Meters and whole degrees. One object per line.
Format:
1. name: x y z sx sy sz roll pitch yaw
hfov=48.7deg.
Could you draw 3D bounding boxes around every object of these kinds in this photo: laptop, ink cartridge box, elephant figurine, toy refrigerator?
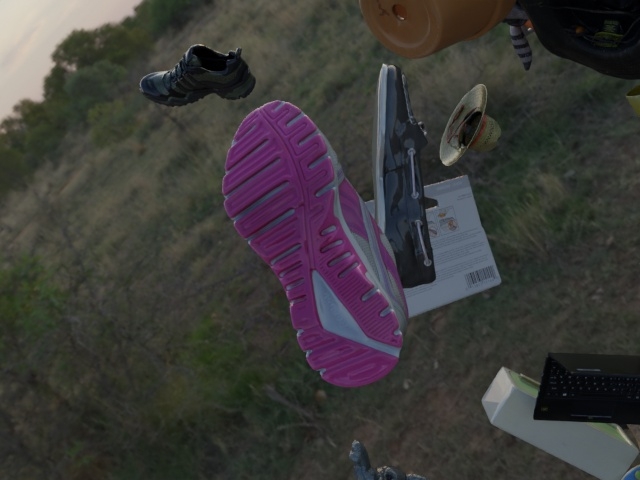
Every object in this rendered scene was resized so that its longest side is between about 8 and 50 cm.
1. laptop: 0.481 0.253 1.118 0.235 0.264 0.136 2 38 6
2. ink cartridge box: 0.234 0.015 1.555 0.297 0.261 0.066 -16 -2 -27
3. elephant figurine: 0.156 0.543 1.461 0.170 0.186 0.239 -3 69 13
4. toy refrigerator: 0.454 0.348 1.347 0.094 0.270 0.102 -62 4 12

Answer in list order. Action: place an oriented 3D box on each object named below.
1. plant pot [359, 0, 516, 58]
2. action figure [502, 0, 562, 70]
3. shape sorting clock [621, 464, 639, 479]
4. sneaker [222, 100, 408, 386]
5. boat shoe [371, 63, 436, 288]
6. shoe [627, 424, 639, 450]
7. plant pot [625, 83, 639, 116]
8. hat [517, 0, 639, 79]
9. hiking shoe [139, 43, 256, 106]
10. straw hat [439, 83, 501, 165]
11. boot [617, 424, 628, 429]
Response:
1. plant pot: 0.215 -0.495 1.393 0.203 0.290 0.291 -45 18 -25
2. action figure: 0.484 -0.537 1.687 0.178 0.330 0.341 -43 40 25
3. shape sorting clock: 0.711 0.548 1.439 0.206 0.040 0.206 -2 48 2
4. sneaker: 0.000 0.000 0.618 0.103 0.252 0.111 -24 -8 17
5. boat shoe: 0.127 -0.093 1.061 0.112 0.096 0.334 -102 13 -85
6. shoe: 0.699 0.388 1.505 0.219 0.058 0.076 -77 7 -56
7. plant pot: 0.590 -0.225 1.170 0.134 0.095 0.134 -26 10 5
8. hat: 0.489 -0.430 1.192 0.134 0.331 0.331 -53 21 -11
9. hiking shoe: -0.241 -0.322 1.332 0.227 0.114 0.086 -4 53 10
10. straw hat: 0.246 -0.168 1.097 0.144 0.061 0.144 -158 90 -78
11. boot: 0.764 0.408 1.791 0.161 0.247 0.083 -75 -4 -74
